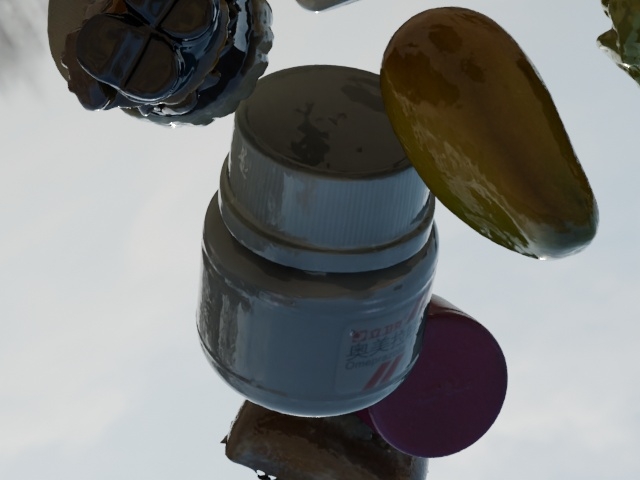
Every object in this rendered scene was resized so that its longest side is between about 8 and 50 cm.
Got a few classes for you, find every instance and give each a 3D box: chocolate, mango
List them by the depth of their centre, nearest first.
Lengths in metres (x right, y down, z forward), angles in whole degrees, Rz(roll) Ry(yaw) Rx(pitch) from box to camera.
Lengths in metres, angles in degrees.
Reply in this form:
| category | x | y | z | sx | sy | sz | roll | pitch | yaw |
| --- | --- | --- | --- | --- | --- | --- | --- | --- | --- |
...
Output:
| category | x | y | z | sx | sy | sz | roll | pitch | yaw |
| --- | --- | --- | --- | --- | --- | --- | --- | --- | --- |
| mango | 0.144 | -0.095 | 1.434 | 0.119 | 0.176 | 0.317 | -18 | -130 | -22 |
| chocolate | 0.017 | 0.242 | 2.030 | 0.161 | 0.261 | 0.083 | -72 | -179 | -59 |

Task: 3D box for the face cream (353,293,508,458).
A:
| category | x | y | z | sx | sy | sz | roll | pitch | yaw |
| --- | --- | --- | --- | --- | --- | --- | --- | --- | --- |
| face cream | 0.106 | 0.147 | 1.941 | 0.175 | 0.175 | 0.195 | -31 | -162 | -9 |

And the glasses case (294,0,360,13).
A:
| category | x | y | z | sx | sy | sz | roll | pitch | yaw |
| --- | --- | --- | --- | --- | --- | --- | --- | --- | --- |
| glasses case | 0.058 | -0.314 | 1.853 | 0.197 | 0.076 | 0.049 | -19 | 177 | -1 |

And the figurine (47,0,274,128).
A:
| category | x | y | z | sx | sy | sz | roll | pitch | yaw |
| --- | --- | --- | --- | --- | --- | --- | --- | --- | --- |
| figurine | -0.126 | -0.175 | 1.446 | 0.185 | 0.204 | 0.332 | -57 | -160 | 5 |

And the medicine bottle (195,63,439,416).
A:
| category | x | y | z | sx | sy | sz | roll | pitch | yaw |
| --- | --- | --- | --- | --- | --- | --- | --- | --- | --- |
| medicine bottle | 0.000 | 0.000 | 1.685 | 0.245 | 0.306 | 0.245 | 4 | -141 | -3 |

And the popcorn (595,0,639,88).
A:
| category | x | y | z | sx | sy | sz | roll | pitch | yaw |
| --- | --- | --- | --- | --- | --- | --- | --- | --- | --- |
| popcorn | 0.367 | -0.223 | 1.470 | 0.256 | 0.255 | 0.195 | -21 | -168 | 11 |
